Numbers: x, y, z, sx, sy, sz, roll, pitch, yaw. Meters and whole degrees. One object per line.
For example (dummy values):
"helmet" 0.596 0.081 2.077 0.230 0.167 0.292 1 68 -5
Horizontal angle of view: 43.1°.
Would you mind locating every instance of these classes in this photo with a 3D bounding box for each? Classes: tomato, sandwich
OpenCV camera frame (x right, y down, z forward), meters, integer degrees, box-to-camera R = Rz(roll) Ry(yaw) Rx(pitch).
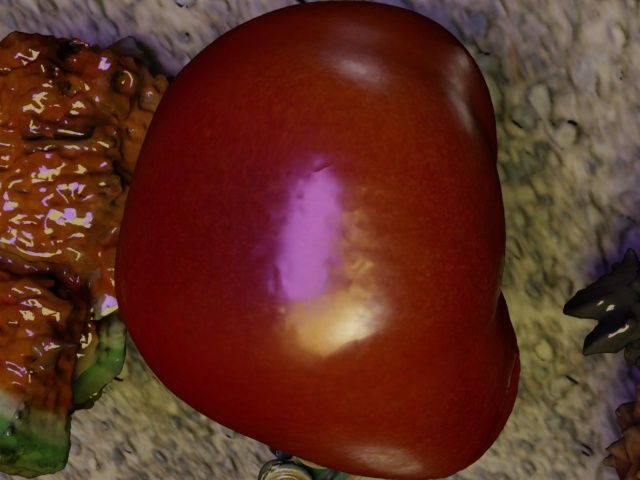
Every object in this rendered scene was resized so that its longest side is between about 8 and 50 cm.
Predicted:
"tomato" 0.000 0.000 0.495 0.226 0.298 0.298 -6 114 15
"sandwich" -0.203 -0.012 0.593 0.250 0.162 0.301 32 93 25

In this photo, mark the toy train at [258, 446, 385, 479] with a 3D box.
"toy train" 0.031 0.168 0.677 0.125 0.081 0.194 30 115 -15

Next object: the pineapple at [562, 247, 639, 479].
"pineapple" 0.277 0.112 0.541 0.223 0.223 0.357 -19 102 19
